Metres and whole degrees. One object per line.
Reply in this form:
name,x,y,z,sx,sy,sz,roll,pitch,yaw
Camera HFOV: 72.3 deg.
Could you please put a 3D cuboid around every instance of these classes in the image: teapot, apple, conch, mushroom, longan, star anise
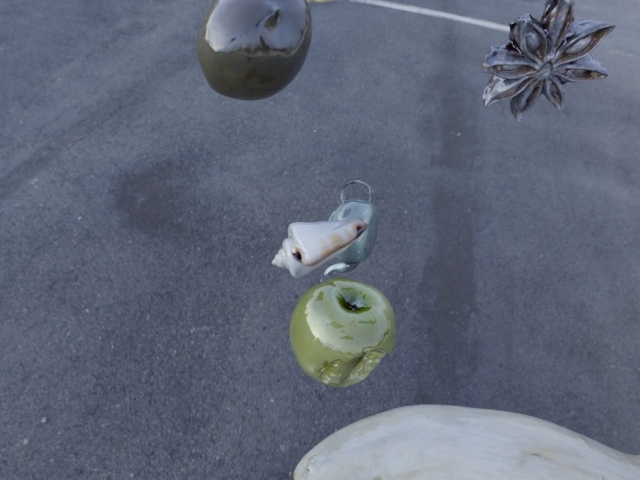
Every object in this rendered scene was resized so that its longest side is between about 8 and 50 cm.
teapot,0.091,-0.029,1.280,0.129,0.295,0.193,10,8,18
apple,0.050,0.228,1.097,0.278,0.279,0.279,4,47,-4
conch,0.002,0.011,0.754,0.176,0.104,0.094,-6,65,-2
mushroom,0.153,0.198,0.340,0.350,0.095,0.123,7,63,0
longan,-0.164,-0.506,1.113,0.288,0.289,0.350,21,52,11
star anise,0.426,-0.353,0.848,0.223,0.236,0.109,20,52,-19
